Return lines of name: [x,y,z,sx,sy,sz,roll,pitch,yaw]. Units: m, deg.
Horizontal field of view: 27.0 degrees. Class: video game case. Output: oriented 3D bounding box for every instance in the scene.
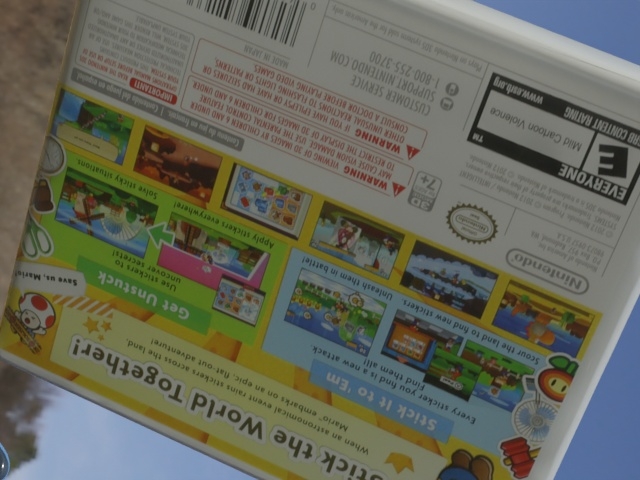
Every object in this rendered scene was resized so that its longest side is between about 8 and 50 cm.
video game case: [0.000,0.000,0.496,0.026,0.227,0.206,-48,159,-64]

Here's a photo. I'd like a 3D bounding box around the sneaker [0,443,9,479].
sneaker: [-0.247,0.077,0.670,0.082,0.209,0.069,-5,-122,42]
